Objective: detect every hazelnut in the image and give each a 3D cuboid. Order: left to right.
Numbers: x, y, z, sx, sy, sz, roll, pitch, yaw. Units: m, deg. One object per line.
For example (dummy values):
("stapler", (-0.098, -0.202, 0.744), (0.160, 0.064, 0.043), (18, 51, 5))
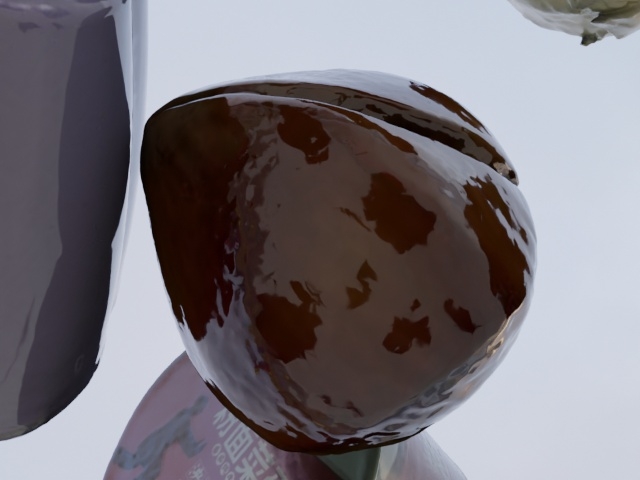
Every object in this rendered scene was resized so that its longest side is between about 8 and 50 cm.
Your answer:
("hazelnut", (0.000, 0.000, 0.465), (0.208, 0.208, 0.208), (-8, -66, -19))

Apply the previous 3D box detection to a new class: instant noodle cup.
("instant noodle cup", (-0.011, 0.184, 0.626), (0.235, 0.235, 0.178), (-47, -51, 2))

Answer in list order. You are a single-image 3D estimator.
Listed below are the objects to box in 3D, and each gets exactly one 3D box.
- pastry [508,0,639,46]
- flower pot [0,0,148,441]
("pastry", (0.286, -0.342, 0.977), (0.265, 0.264, 0.133), (-59, -25, 9))
("flower pot", (-0.203, -0.062, 0.443), (0.265, 0.265, 0.243), (4, -44, -24))
